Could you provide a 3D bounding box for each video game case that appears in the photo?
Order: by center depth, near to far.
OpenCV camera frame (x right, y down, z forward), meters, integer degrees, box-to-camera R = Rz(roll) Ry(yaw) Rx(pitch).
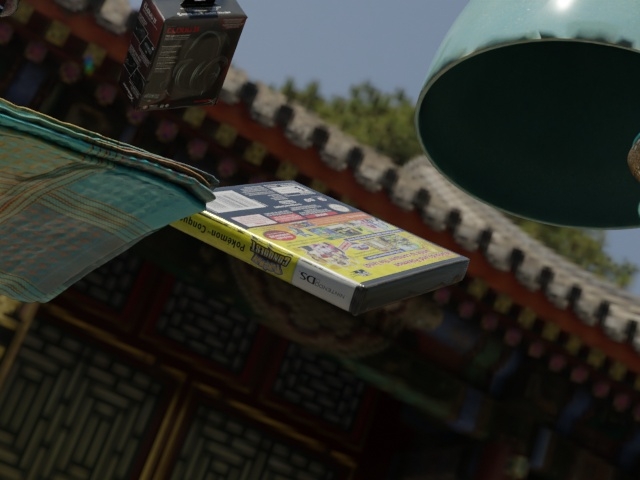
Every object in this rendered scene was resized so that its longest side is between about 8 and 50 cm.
[{"bbox_3d":[0.000,0.000,1.442,0.248,0.035,0.275,24,16,24],"label":"video game case"}]

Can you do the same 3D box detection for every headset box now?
[{"bbox_3d":[-0.088,-0.126,0.855,0.062,0.032,0.083,-9,-39,-35],"label":"headset box"}]

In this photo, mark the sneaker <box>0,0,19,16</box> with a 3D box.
[{"bbox_3d":[-0.181,-0.162,0.639,0.299,0.120,0.112,-2,-47,12],"label":"sneaker"}]

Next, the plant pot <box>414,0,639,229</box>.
[{"bbox_3d":[0.247,-0.166,1.212,0.290,0.195,0.290,11,-28,6],"label":"plant pot"}]

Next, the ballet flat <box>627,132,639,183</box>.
[{"bbox_3d":[0.296,-0.021,0.906,0.206,0.067,0.073,14,-44,-26],"label":"ballet flat"}]

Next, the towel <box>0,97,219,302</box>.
[{"bbox_3d":[-0.308,-0.035,1.166,0.271,0.040,0.370,-27,-28,30],"label":"towel"}]
